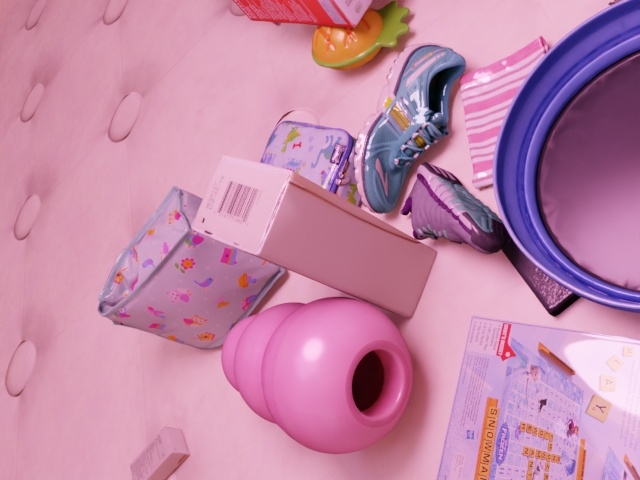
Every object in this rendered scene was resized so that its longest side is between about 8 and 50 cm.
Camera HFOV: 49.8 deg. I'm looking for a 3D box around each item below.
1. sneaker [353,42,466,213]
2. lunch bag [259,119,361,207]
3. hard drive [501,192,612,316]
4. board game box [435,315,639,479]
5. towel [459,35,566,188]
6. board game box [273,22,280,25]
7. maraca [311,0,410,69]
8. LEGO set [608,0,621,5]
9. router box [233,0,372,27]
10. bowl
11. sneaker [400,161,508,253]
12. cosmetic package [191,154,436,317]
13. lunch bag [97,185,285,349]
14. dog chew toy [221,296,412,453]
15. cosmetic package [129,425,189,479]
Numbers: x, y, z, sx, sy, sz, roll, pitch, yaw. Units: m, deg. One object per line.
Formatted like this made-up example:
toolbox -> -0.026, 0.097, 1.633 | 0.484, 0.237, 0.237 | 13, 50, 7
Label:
sneaker -> 0.133, -0.169, 1.042 | 0.110, 0.107, 0.275 | 22, 92, 39
lunch bag -> -0.019, -0.108, 1.179 | 0.219, 0.090, 0.176 | 24, 92, 48
hard drive -> 0.290, 0.016, 0.866 | 0.094, 0.022, 0.135 | -45, 46, 20
board game box -> 0.278, 0.257, 0.736 | 0.318, 0.066, 0.318 | 4, 75, 46
towel -> 0.267, -0.180, 0.973 | 0.144, 0.029, 0.197 | -22, 58, 37
board game box -> -0.209, -0.600, 1.488 | 0.097, 0.224, 0.303 | -54, 44, 15
maraca -> 0.067, -0.359, 1.203 | 0.186, 0.099, 0.127 | -11, 60, 24
LEGO set -> 0.408, -0.314, 0.908 | 0.083, 0.023, 0.054 | -19, 61, 22
router box -> 0.024, -0.542, 1.221 | 0.301, 0.082, 0.335 | 23, 79, 46
bowl -> 0.389, -0.102, 0.764 | 0.391, 0.077, 0.391 | -18, 59, 33
sneaker -> 0.178, -0.021, 0.950 | 0.098, 0.083, 0.223 | -61, 24, 21
cosmetic package -> 0.000, 0.000, 0.948 | 0.160, 0.309, 0.113 | 19, 86, 46
lunch bag -> -0.231, 0.069, 1.204 | 0.262, 0.223, 0.160 | -48, 40, 20
dog chew toy -> -0.029, 0.178, 0.984 | 0.332, 0.207, 0.206 | 0, 72, 52
cosmetic package -> -0.292, 0.397, 1.247 | 0.115, 0.041, 0.060 | -47, 45, 18
